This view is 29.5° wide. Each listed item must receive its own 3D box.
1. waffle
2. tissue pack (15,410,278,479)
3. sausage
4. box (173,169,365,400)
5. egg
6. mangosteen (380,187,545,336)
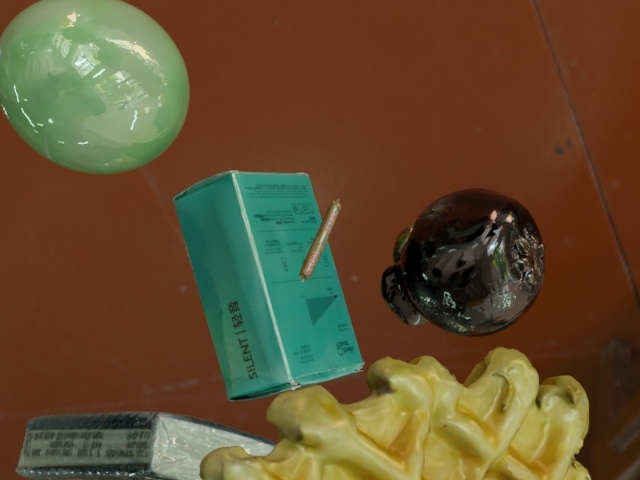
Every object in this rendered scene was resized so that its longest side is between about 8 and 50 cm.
[{"bbox_3d":[0.038,0.182,0.547,0.056,0.250,0.261,12,111,53],"label":"waffle"},{"bbox_3d":[-0.237,0.299,1.675,0.316,0.103,0.228,-10,155,43],"label":"tissue pack"},{"bbox_3d":[0.000,0.000,1.342,0.015,0.100,0.015,24,176,2],"label":"sausage"},{"bbox_3d":[-0.072,0.062,1.726,0.118,0.205,0.311,-22,81,32],"label":"box"},{"bbox_3d":[-0.285,-0.196,1.517,0.220,0.220,0.270,-17,157,30],"label":"egg"},{"bbox_3d":[0.204,0.032,1.720,0.243,0.243,0.243,8,135,9],"label":"mangosteen"}]
